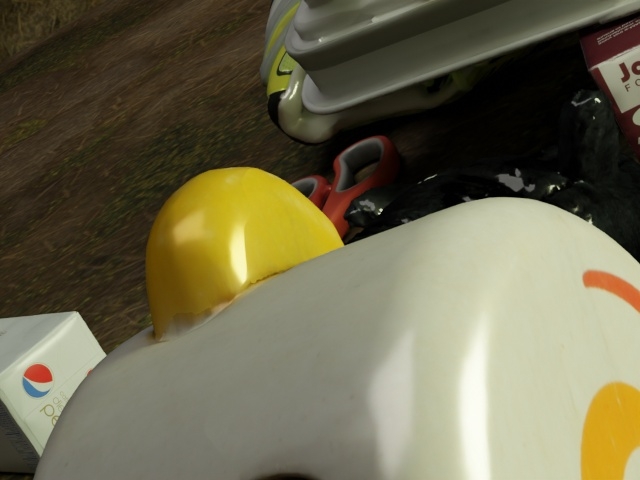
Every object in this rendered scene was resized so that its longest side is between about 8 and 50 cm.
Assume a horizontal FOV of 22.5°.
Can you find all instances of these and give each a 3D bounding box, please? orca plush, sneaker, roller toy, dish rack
[{"bbox_3d":[0.068,-0.021,0.635,0.287,0.102,0.151,2,26,-43],"label":"orca plush"},{"bbox_3d":[0.124,-0.168,1.120,0.385,0.145,0.147,-26,34,31],"label":"sneaker"},{"bbox_3d":[0.022,0.095,0.413,0.146,0.209,0.191,-21,34,30],"label":"roller toy"},{"bbox_3d":[0.122,-0.226,0.979,0.333,0.072,0.285,-16,40,42],"label":"dish rack"}]

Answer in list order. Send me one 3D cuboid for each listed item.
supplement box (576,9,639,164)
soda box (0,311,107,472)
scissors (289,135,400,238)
[{"bbox_3d":[0.216,-0.133,0.923,0.130,0.073,0.239,-27,18,15],"label":"supplement box"},{"bbox_3d":[-0.213,0.096,1.009,0.216,0.069,0.074,-7,29,51],"label":"soda box"},{"bbox_3d":[0.000,0.000,0.999,0.109,0.021,0.297,-25,17,11],"label":"scissors"}]
